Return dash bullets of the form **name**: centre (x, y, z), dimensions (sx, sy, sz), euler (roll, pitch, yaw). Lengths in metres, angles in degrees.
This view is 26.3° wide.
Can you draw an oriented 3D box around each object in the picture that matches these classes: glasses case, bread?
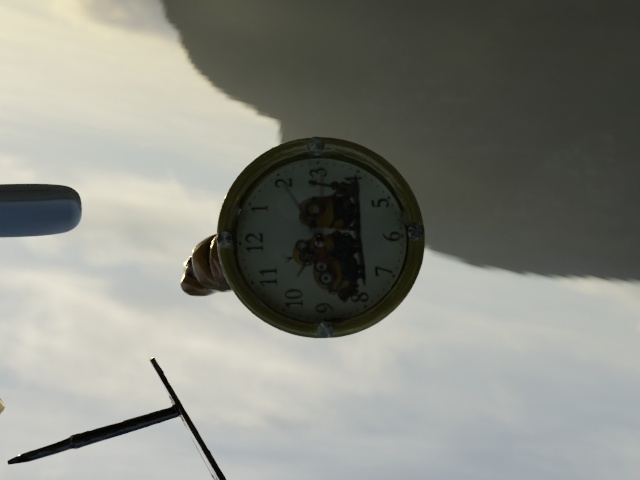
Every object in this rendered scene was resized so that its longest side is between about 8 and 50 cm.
- **glasses case**: centre (-0.391, -0.037, 1.731), dimensions (0.178, 0.067, 0.045), euler (-2, -135, -15)
- **bread**: centre (-0.089, 0.016, 1.798), dimensions (0.225, 0.081, 0.134), euler (-14, -174, 40)

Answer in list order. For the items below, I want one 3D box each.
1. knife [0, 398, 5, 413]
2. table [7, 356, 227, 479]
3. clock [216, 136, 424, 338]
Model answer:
- **knife**: centre (-0.615, 0.368, 2.304), dimensions (0.019, 0.245, 0.072), euler (42, 173, -21)
- **table**: centre (-0.249, 0.374, 1.876), dimensions (0.249, 0.317, 0.317), euler (-29, -159, -10)
- **clock**: centre (0.000, 0.000, 1.539), dimensions (0.237, 0.237, 0.057), euler (14, 165, 2)
